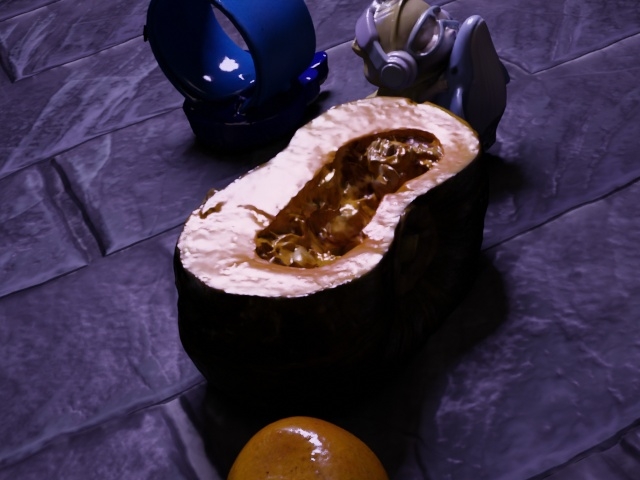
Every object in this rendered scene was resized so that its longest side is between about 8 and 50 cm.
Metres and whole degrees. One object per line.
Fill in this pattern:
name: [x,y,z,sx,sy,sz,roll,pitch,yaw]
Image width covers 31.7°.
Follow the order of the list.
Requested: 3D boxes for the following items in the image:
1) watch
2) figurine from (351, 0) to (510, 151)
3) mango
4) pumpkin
watch: [-0.099,-0.218,1.252,0.196,0.200,0.171,11,44,27]
figurine: [0.099,-0.152,1.118,0.208,0.184,0.128,-43,6,46]
mango: [-0.002,0.184,0.730,0.115,0.089,0.165,-23,38,-11]
pumpkin: [0.000,0.000,0.952,0.222,0.139,0.317,15,44,32]
